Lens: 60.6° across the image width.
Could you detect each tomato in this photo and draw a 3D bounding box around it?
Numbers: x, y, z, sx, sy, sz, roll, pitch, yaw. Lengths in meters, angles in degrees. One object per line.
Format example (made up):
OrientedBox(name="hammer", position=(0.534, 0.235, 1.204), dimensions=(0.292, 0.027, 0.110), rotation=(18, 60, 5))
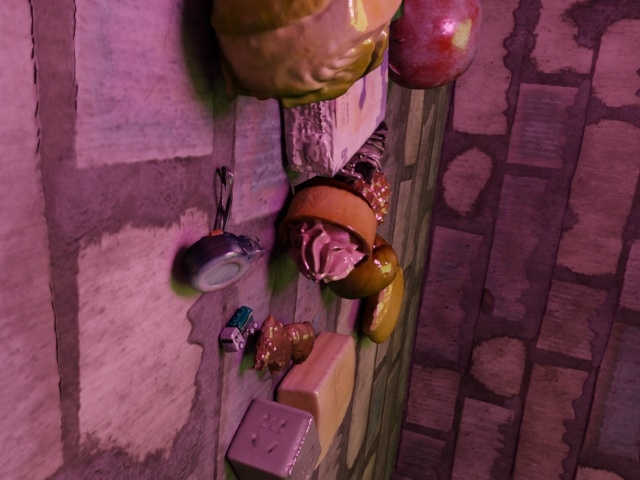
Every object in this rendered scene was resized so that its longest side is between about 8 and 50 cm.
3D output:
OrientedBox(name="tomato", position=(0.278, -0.562, 1.458), dimensions=(0.317, 0.283, 0.316), rotation=(-2, 90, -89))

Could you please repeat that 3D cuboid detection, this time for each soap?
OrientedBox(name="soap", position=(0.223, 0.210, 1.952), dimensions=(0.427, 0.115, 0.305), rotation=(48, 50, -68))

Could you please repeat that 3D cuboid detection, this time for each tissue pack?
OrientedBox(name="tissue pack", position=(0.041, -0.305, 1.123), dimensions=(0.343, 0.126, 0.242), rotation=(-54, 150, -51))

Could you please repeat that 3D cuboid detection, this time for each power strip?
OrientedBox(name="power strip", position=(-0.086, 0.454, 1.143), dimensions=(0.224, 0.139, 0.140), rotation=(80, 27, -45))

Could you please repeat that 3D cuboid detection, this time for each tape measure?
OrientedBox(name="tape measure", position=(-0.168, -0.017, 0.818), dimensions=(0.107, 0.104, 0.179), rotation=(1, 65, -49))

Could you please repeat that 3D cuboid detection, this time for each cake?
OrientedBox(name="cake", position=(0.000, 0.000, 1.090), dimensions=(0.178, 0.208, 0.185), rotation=(-60, 176, -32))

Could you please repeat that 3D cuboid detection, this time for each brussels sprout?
OrientedBox(name="brussels sprout", position=(-0.021, -0.309, 0.762), dimensions=(0.259, 0.294, 0.227), rotation=(-41, 114, -30))

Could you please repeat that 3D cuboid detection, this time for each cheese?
OrientedBox(name="cheese", position=(-0.008, 0.393, 1.369), dimensions=(0.265, 0.124, 0.242), rotation=(-45, 138, -60))

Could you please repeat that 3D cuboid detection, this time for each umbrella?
OrientedBox(name="umbrella", position=(0.112, -0.258, 1.357), dimensions=(0.357, 0.113, 0.106), rotation=(-71, 169, -57))

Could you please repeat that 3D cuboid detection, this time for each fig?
OrientedBox(name="fig", position=(0.098, 0.069, 1.420), dimensions=(0.191, 0.181, 0.181), rotation=(-53, 175, 30))

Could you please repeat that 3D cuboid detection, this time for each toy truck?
OrientedBox(name="toy truck", position=(-0.146, 0.156, 0.970), dimensions=(0.083, 0.039, 0.044), rotation=(-58, 135, -50))

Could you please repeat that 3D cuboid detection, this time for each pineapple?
OrientedBox(name="pineapple", position=(0.103, -0.113, 1.370), dimensions=(0.166, 0.166, 0.193), rotation=(66, 39, -59))

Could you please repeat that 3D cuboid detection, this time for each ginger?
OrientedBox(name="ginger", position=(-0.069, 0.224, 1.154), dimensions=(0.290, 0.084, 0.122), rotation=(33, 62, -70))

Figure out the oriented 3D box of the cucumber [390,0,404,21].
OrientedBox(name="cucumber", position=(0.058, -0.459, 1.021), dimensions=(0.191, 0.191, 0.130), rotation=(-59, 153, -46))
